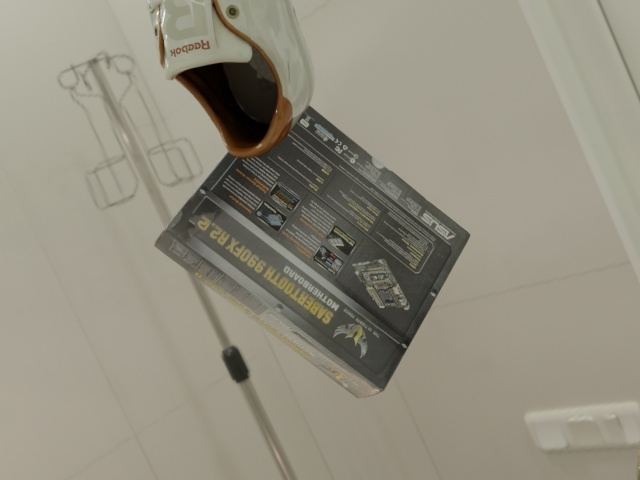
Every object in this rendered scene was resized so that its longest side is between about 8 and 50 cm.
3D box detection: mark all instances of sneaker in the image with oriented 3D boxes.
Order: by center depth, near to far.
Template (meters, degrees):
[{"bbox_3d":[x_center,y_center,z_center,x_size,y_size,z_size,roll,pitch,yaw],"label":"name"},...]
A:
[{"bbox_3d":[-0.079,-0.190,0.536,0.106,0.290,0.123,-12,32,22],"label":"sneaker"}]

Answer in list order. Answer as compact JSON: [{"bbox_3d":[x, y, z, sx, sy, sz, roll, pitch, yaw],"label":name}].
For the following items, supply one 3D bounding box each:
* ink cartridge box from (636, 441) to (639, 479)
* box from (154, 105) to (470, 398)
[{"bbox_3d":[0.356,0.247,0.712,0.088,0.235,0.193,-4,22,31],"label":"ink cartridge box"},{"bbox_3d":[0.000,0.000,0.693,0.183,0.231,0.056,-57,8,-26],"label":"box"}]
